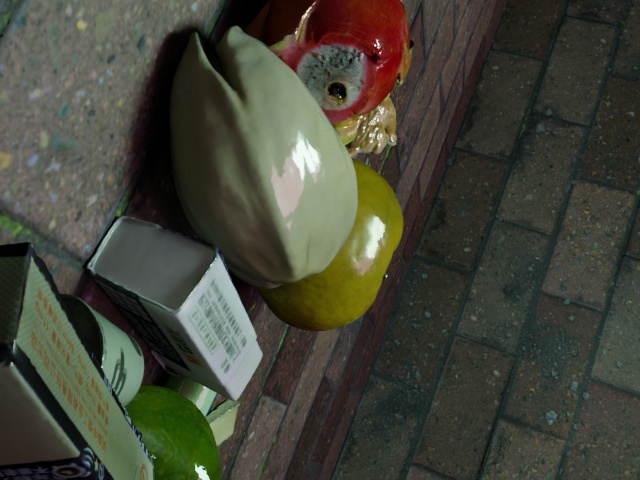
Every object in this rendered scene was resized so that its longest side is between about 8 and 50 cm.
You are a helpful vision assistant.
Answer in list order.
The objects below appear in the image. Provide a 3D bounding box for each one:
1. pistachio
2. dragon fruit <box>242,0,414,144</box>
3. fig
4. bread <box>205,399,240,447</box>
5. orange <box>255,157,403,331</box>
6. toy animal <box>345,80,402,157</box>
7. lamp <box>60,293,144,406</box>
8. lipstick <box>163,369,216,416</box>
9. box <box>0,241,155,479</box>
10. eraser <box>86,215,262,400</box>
[{"bbox_3d":[-0.070,-0.090,0.803,0.226,0.207,0.332,-99,170,-52],"label":"pistachio"},{"bbox_3d":[0.014,-0.259,0.885,0.227,0.224,0.224,-75,172,-51],"label":"dragon fruit"},{"bbox_3d":[-0.216,0.247,0.761,0.235,0.203,0.203,-166,-85,-73],"label":"fig"},{"bbox_3d":[-0.185,0.324,1.158,0.153,0.028,0.068,-24,129,-68],"label":"bread"},{"bbox_3d":[0.000,0.000,1.069,0.279,0.235,0.279,25,90,-87],"label":"orange"},{"bbox_3d":[0.093,-0.261,1.327,0.184,0.104,0.185,-40,149,-49],"label":"toy animal"},{"bbox_3d":[-0.243,0.098,0.574,0.121,0.121,0.214,-69,155,-11],"label":"lamp"},{"bbox_3d":[-0.219,0.288,0.929,0.076,0.076,0.304,73,37,-63],"label":"lipstick"},{"bbox_3d":[-0.243,0.138,0.461,0.310,0.198,0.084,86,-6,-50],"label":"box"},{"bbox_3d":[-0.160,0.092,0.817,0.086,0.130,0.287,-61,162,-25],"label":"eraser"}]
